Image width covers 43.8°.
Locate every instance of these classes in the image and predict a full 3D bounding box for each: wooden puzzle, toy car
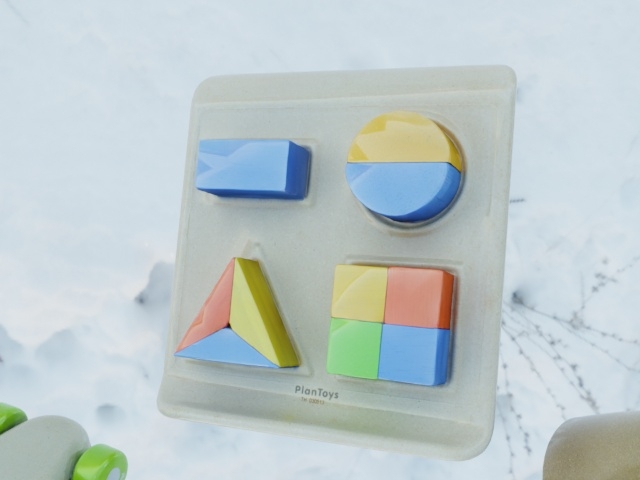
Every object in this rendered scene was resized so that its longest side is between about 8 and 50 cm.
[{"bbox_3d":[0.000,0.000,0.711,0.322,0.080,0.348,3,80,23],"label":"wooden puzzle"},{"bbox_3d":[-0.278,0.276,0.760,0.155,0.149,0.189,15,120,23],"label":"toy car"}]

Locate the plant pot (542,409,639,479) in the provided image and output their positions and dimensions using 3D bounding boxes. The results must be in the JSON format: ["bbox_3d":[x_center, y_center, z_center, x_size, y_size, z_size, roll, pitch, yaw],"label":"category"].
[{"bbox_3d":[0.408,0.274,0.832,0.237,0.237,0.254,30,140,-26],"label":"plant pot"}]
